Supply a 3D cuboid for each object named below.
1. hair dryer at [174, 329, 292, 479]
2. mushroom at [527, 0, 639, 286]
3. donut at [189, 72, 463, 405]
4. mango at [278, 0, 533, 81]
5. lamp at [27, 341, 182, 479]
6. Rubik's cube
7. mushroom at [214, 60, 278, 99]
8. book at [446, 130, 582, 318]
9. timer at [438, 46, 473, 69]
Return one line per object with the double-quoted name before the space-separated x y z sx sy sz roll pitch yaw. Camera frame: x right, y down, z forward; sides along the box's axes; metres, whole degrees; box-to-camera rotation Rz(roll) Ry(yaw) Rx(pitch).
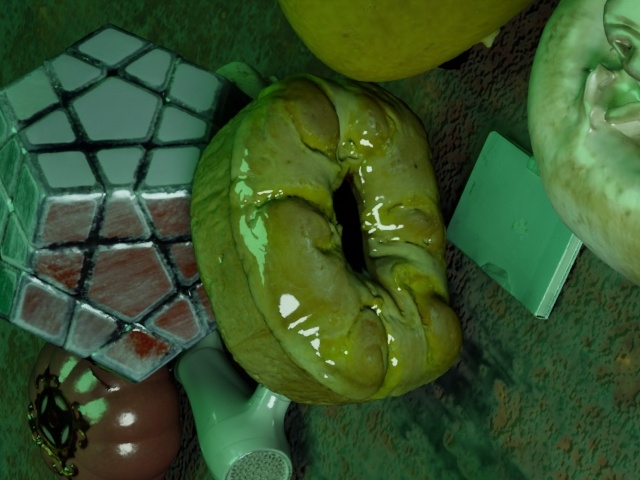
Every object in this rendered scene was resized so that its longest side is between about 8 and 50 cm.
"hair dryer" -0.041 0.089 1.433 0.237 0.075 0.206 -55 33 16
"mushroom" 0.230 -0.059 0.940 0.254 0.195 0.189 10 82 34
"donut" 0.000 0.000 1.242 0.128 0.208 0.261 -21 72 44
"mango" 0.115 -0.299 1.143 0.445 0.301 0.220 -60 10 35
"lamp" -0.204 0.164 1.562 0.182 0.140 0.182 16 111 49
"Rubik's cube" -0.171 -0.027 1.394 0.264 0.319 0.319 -7 71 25
"mushroom" -0.069 -0.131 1.525 0.083 0.067 0.083 54 157 35
"book" 0.152 -0.016 1.220 0.135 0.017 0.103 45 118 51
"timer" 0.093 -0.246 1.344 0.144 0.055 0.187 -60 39 22
